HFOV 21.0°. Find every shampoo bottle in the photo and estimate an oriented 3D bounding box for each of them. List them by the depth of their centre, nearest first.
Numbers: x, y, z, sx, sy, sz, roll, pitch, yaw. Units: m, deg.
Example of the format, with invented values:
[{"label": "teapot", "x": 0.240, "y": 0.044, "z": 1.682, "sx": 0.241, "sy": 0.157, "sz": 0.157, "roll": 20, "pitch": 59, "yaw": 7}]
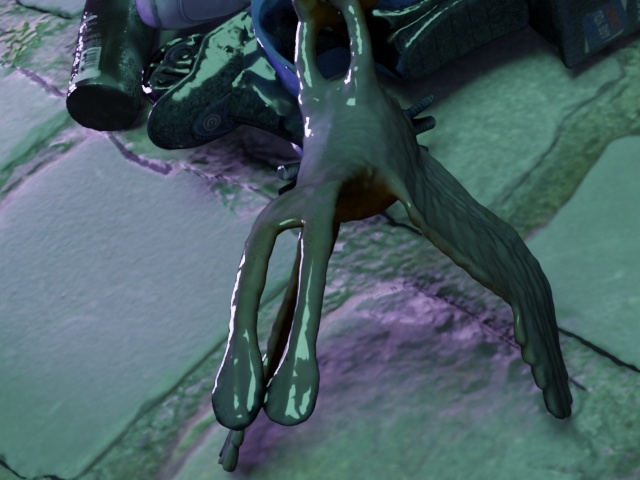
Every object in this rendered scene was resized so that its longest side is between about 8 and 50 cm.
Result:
[{"label": "shampoo bottle", "x": -0.165, "y": -0.179, "z": 1.393, "sx": 0.057, "sy": 0.063, "sz": 0.207, "roll": -8, "pitch": 47, "yaw": 11}]

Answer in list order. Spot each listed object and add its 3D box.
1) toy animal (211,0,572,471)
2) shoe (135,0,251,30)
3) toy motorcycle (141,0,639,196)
[{"label": "toy animal", "x": -0.001, "y": -0.022, "z": 0.992, "sx": 0.225, "sy": 0.284, "sz": 0.302, "roll": -8, "pitch": 74, "yaw": 16}, {"label": "shoe", "x": -0.036, "y": -0.237, "z": 1.380, "sx": 0.138, "sy": 0.095, "sz": 0.245, "roll": 22, "pitch": 53, "yaw": 38}, {"label": "toy motorcycle", "x": 0.045, "y": -0.146, "z": 1.243, "sx": 0.359, "sy": 0.125, "sz": 0.212, "roll": -31, "pitch": 48, "yaw": -11}]
